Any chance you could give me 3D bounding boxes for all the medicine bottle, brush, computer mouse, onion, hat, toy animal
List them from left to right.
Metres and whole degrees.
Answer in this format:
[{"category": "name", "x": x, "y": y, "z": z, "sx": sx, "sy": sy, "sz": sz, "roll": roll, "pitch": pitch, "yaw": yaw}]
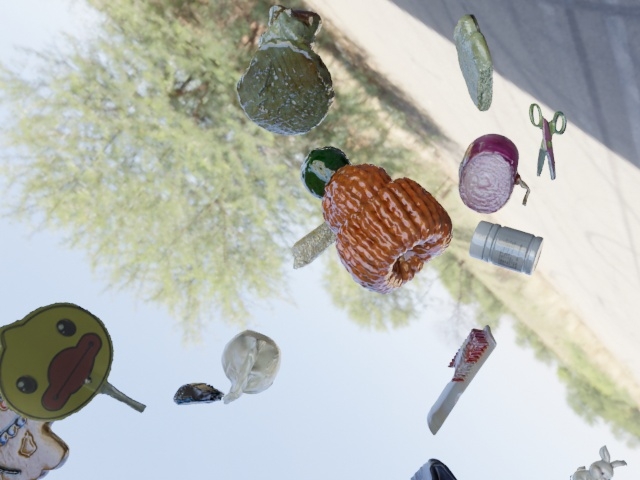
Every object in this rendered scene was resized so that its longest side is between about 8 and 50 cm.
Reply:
[{"category": "computer mouse", "x": -0.447, "y": 0.555, "z": 2.498, "sx": 0.146, "sy": 0.242, "sz": 0.077, "roll": 13, "pitch": -113, "yaw": -49}, {"category": "hat", "x": 0.118, "y": -0.094, "z": 1.590, "sx": 0.400, "sy": 0.285, "sz": 0.285, "roll": 61, "pitch": -166, "yaw": 22}, {"category": "brush", "x": 0.284, "y": 0.304, "z": 1.464, "sx": 0.050, "sy": 0.321, "sz": 0.060, "roll": 6, "pitch": -140, "yaw": -17}, {"category": "onion", "x": 0.454, "y": -0.186, "z": 1.841, "sx": 0.207, "sy": 0.201, "sz": 0.200, "roll": 61, "pitch": 178, "yaw": -24}, {"category": "medicine bottle", "x": 0.264, "y": 0.010, "z": 0.975, "sx": 0.091, "sy": 0.058, "sz": 0.058, "roll": 19, "pitch": 177, "yaw": 23}, {"category": "toy animal", "x": 0.688, "y": 0.581, "z": 1.704, "sx": 0.071, "sy": 0.124, "sz": 0.085, "roll": 43, "pitch": -151, "yaw": -2}]

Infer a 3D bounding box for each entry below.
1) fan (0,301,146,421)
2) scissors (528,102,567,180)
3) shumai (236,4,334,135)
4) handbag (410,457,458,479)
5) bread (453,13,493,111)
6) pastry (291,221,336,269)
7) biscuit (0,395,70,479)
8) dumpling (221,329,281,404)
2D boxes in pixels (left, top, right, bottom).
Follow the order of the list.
[{"category": "fan", "x": -0.479, "y": 0.258, "z": 1.336, "sx": 0.335, "sy": 0.229, "sz": 0.011, "roll": 40, "pitch": 161, "yaw": -27}, {"category": "scissors", "x": 0.565, "y": -0.243, "z": 1.711, "sx": 0.134, "sy": 0.187, "sz": 0.020, "roll": 10, "pitch": 170, "yaw": -29}, {"category": "shumai", "x": -0.073, "y": -0.392, "z": 1.594, "sx": 0.222, "sy": 0.272, "sz": 0.203, "roll": 15, "pitch": -138, "yaw": -15}, {"category": "handbag", "x": 0.258, "y": 0.581, "z": 1.264, "sx": 0.329, "sy": 0.122, "sz": 0.303, "roll": 44, "pitch": 153, "yaw": 20}, {"category": "bread", "x": 0.379, "y": -0.452, "z": 1.713, "sx": 0.286, "sy": 0.056, "sz": 0.207, "roll": 56, "pitch": -163, "yaw": -67}, {"category": "pastry", "x": 0.001, "y": -0.001, "z": 2.270, "sx": 0.089, "sy": 0.258, "sz": 0.121, "roll": 56, "pitch": 173, "yaw": -2}, {"category": "biscuit", "x": -0.719, "y": 0.450, "z": 1.600, "sx": 0.043, "sy": 0.278, "sz": 0.301, "roll": 34, "pitch": -147, "yaw": -64}, {"category": "dumpling", "x": -0.182, "y": 0.318, "z": 1.686, "sx": 0.147, "sy": 0.193, "sz": 0.258, "roll": 27, "pitch": 170, "yaw": -3}]
